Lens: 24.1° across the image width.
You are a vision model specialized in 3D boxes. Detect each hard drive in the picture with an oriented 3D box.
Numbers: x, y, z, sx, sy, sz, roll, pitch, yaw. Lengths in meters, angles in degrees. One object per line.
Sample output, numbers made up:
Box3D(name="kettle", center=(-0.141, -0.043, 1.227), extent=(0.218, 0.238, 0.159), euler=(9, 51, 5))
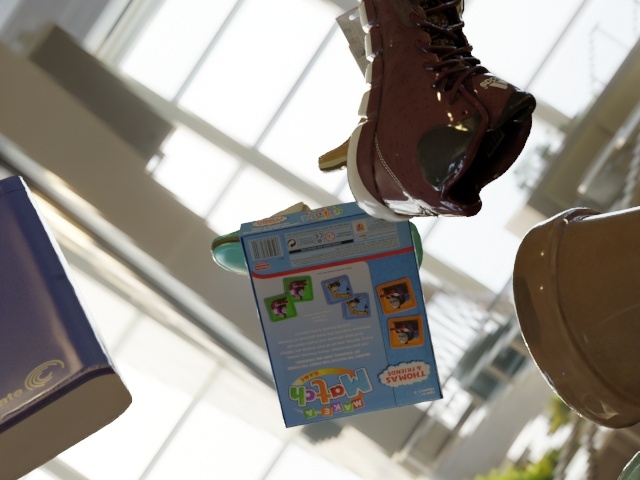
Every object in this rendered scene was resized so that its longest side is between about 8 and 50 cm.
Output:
Box3D(name="hard drive", center=(-0.257, 0.075, 0.993), extent=(0.210, 0.040, 0.319), euler=(-31, 30, -6))

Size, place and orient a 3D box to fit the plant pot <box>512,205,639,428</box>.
Box3D(name="plant pot", center=(0.386, 0.056, 1.697), extent=(0.229, 0.263, 0.263), euler=(-29, 14, 38))

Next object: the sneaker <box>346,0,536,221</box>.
Box3D(name="sneaker", center=(0.108, -0.148, 1.157), extent=(0.106, 0.162, 0.281), euler=(-4, -81, -36))

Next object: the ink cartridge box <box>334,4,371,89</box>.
Box3D(name="ink cartridge box", center=(0.070, -0.241, 1.876), extent=(0.063, 0.115, 0.029), euler=(-28, 6, 2))

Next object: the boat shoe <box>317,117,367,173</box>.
Box3D(name="boat shoe", center=(0.077, -0.162, 2.291), extent=(0.190, 0.072, 0.068), euler=(-22, 2, -7))

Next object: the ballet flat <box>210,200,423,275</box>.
Box3D(name="ballet flat", center=(0.000, 0.000, 1.702), extent=(0.083, 0.247, 0.087), euler=(69, -149, -53))

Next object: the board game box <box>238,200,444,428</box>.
Box3D(name="board game box", center=(0.022, 0.069, 1.437), extent=(0.039, 0.160, 0.211), euler=(-94, -7, -67))

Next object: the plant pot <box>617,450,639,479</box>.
Box3D(name="plant pot", center=(0.565, 0.423, 2.132), extent=(0.293, 0.293, 0.196), euler=(-56, -4, 4))
